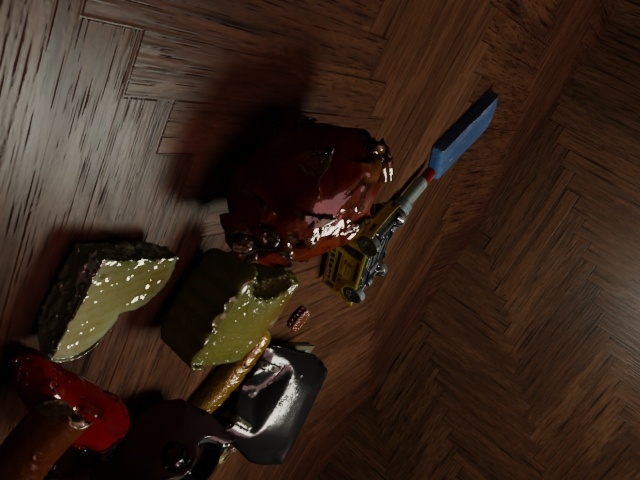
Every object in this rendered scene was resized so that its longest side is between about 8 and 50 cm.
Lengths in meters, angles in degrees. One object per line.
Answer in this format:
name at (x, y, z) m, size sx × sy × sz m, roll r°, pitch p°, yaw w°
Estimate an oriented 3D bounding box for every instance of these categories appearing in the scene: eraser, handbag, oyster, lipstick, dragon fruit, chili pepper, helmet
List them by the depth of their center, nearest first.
chili pepper at (-0.393, 0.272, 0.922) m, size 0.110 × 0.110 × 0.387 m, roll -45°, pitch 154°, yaw -21°
dragon fruit at (-0.026, -0.089, 0.967) m, size 0.315 × 0.250 × 0.250 m, roll -39°, pitch 158°, yaw 1°
helmet at (-0.345, 0.456, 1.166) m, size 0.338 × 0.197 × 0.271 m, roll -23°, pitch 149°, yaw -53°
handbag at (-0.147, 0.435, 1.572) m, size 0.342 × 0.152 × 0.288 m, roll -63°, pitch 144°, yaw -17°
oyster at (-0.265, 0.537, 1.615) m, size 0.163 × 0.081 × 0.191 m, roll 68°, pitch 38°, yaw -55°
lipstick at (0.250, -0.112, 1.703) m, size 0.274 × 0.061 × 0.068 m, roll -49°, pitch 156°, yaw -12°
eraser at (0.453, -0.333, 1.804) m, size 0.312 × 0.043 × 0.144 m, roll -44°, pitch 156°, yaw -22°

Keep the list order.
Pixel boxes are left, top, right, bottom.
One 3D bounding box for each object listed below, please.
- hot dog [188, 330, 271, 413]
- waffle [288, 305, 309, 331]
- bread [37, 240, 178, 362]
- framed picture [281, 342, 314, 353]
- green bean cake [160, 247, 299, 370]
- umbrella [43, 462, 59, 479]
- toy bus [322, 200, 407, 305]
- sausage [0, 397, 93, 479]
hot dog at (-0.225, 0.331, 1.416) m, size 0.285 × 0.061 × 0.088 m, roll -53°, pitch 147°, yaw -4°
waffle at (-0.060, 0.226, 1.631) m, size 0.075 × 0.029 × 0.083 m, roll -43°, pitch 159°, yaw -23°
bread at (-0.316, 0.067, 0.817) m, size 0.232 × 0.064 × 0.172 m, roll -44°, pitch 156°, yaw -26°
framed picture at (-0.154, 0.450, 1.786) m, size 0.314 × 0.024 × 0.232 m, roll -56°, pitch 157°, yaw 4°
green bean cake at (-0.175, 0.121, 1.105) m, size 0.233 × 0.124 × 0.236 m, roll -54°, pitch 158°, yaw 5°
umbrella at (-0.517, 0.406, 0.879) m, size 0.348 × 0.094 × 0.143 m, roll 79°, pitch 22°, yaw -66°
toy bus at (0.103, 0.020, 1.484) m, size 0.144 × 0.152 × 0.330 m, roll -45°, pitch 160°, yaw -34°
sausage at (-0.418, 0.346, 0.784) m, size 0.103 × 0.076 × 0.302 m, roll 25°, pitch 99°, yaw -23°
